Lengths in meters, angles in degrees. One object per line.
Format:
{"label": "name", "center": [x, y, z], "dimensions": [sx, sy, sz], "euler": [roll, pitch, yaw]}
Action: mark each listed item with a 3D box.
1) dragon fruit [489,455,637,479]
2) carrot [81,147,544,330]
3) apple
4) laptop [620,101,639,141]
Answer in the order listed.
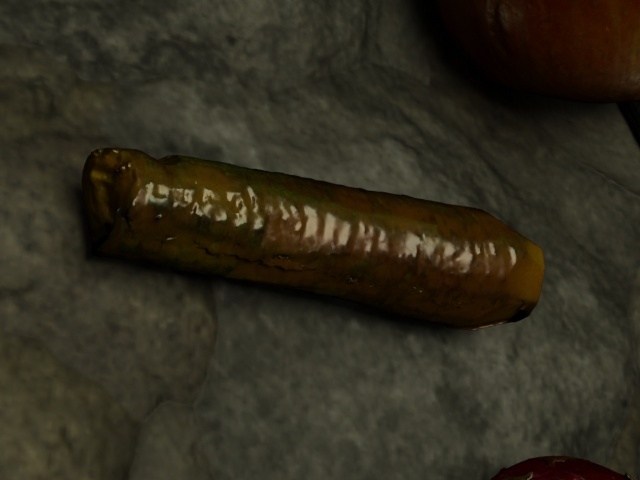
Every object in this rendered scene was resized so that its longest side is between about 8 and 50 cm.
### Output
{"label": "dragon fruit", "center": [0.161, 0.177, 0.915], "dimensions": [0.190, 0.094, 0.094], "euler": [34, 56, -24]}
{"label": "carrot", "center": [0.000, 0.000, 0.886], "dimensions": [0.260, 0.070, 0.070], "euler": [11, 65, -29]}
{"label": "apple", "center": [0.162, -0.166, 1.016], "dimensions": [0.195, 0.160, 0.173], "euler": [-2, 85, -22]}
{"label": "laptop", "center": [0.297, -0.071, 1.142], "dimensions": [0.207, 0.026, 0.154], "euler": [-23, 84, -38]}
